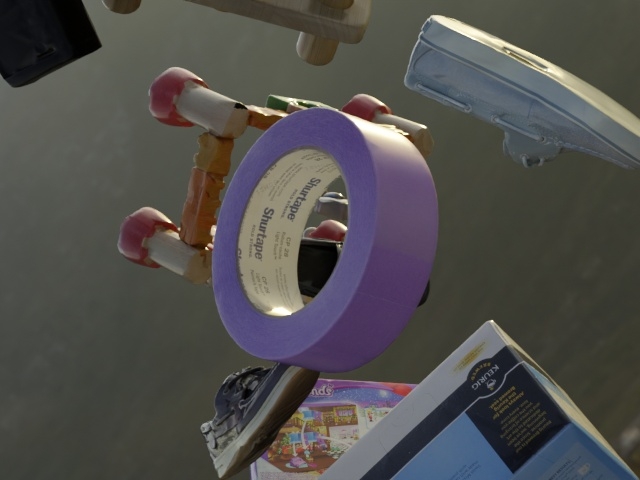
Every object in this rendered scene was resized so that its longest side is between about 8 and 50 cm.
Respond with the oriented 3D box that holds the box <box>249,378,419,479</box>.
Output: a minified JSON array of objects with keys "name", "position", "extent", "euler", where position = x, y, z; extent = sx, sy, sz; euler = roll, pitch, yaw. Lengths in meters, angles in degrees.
[{"name":"box","position":[0.039,0.300,2.446],"extent":[0.201,0.293,0.057],"euler":[-96,15,-44]}]

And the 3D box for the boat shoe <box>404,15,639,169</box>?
[{"name":"boat shoe","position":[0.176,-0.107,1.385],"extent":[0.081,0.227,0.079],"euler":[-64,-8,20]}]

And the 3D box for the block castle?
[{"name":"block castle","position":[-0.072,-0.081,2.476],"extent":[0.453,0.213,0.303],"euler":[3,-75,-43]}]

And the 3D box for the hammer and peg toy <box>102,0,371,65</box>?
[{"name":"hammer and peg toy","position":[-0.073,-0.335,1.542],"extent":[0.127,0.266,0.361],"euler":[112,168,-46]}]

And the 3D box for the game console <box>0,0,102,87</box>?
[{"name":"game console","position":[-0.199,-0.259,1.315],"extent":[0.361,0.213,0.044],"euler":[-16,11,45]}]

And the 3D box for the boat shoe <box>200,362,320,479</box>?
[{"name":"boat shoe","position":[-0.088,0.208,2.084],"extent":[0.103,0.092,0.285],"euler":[-33,-15,-35]}]

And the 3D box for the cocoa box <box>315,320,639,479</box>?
[{"name":"cocoa box","position":[0.207,0.333,2.202],"extent":[0.347,0.231,0.228],"euler":[-44,43,6]}]

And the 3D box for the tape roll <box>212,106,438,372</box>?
[{"name":"tape roll","position":[0.000,0.000,1.762],"extent":[0.275,0.090,0.274],"euler":[-22,60,45]}]

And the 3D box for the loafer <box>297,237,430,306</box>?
[{"name":"loafer","position":[0.021,0.040,1.933],"extent":[0.078,0.223,0.076],"euler":[124,157,-79]}]
